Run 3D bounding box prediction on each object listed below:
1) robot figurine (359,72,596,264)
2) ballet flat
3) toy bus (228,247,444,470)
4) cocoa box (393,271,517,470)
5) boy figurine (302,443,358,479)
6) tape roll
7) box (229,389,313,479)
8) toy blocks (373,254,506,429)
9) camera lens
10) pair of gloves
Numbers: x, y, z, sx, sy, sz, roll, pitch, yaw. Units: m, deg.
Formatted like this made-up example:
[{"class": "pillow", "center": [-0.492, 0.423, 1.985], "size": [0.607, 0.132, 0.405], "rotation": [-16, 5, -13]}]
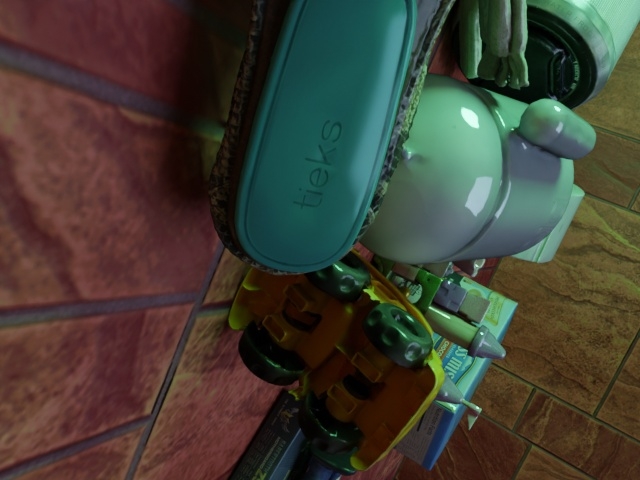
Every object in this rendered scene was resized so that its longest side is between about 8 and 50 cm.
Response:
[{"class": "robot figurine", "center": [0.152, -0.076, 0.625], "size": [0.354, 0.199, 0.300], "rotation": [-2, 162, -44]}, {"class": "ballet flat", "center": [0.029, -0.204, 0.353], "size": [0.182, 0.164, 0.482], "rotation": [-105, -148, -55]}, {"class": "toy bus", "center": [0.046, 0.104, 0.588], "size": [0.211, 0.220, 0.149], "rotation": [8, 121, -56]}, {"class": "cocoa box", "center": [0.234, 0.255, 1.177], "size": [0.347, 0.228, 0.231], "rotation": [-42, 149, -40]}, {"class": "boy figurine", "center": [-0.017, 0.440, 0.878], "size": [0.177, 0.092, 0.285], "rotation": [-18, 130, -65]}, {"class": "tape roll", "center": [0.455, -0.080, 1.266], "size": [0.246, 0.246, 0.169], "rotation": [-22, 133, -57]}, {"class": "box", "center": [-0.070, 0.361, 0.866], "size": [0.232, 0.059, 0.183], "rotation": [-57, 156, -13]}, {"class": "toy blocks", "center": [0.192, 0.112, 0.895], "size": [0.288, 0.260, 0.309], "rotation": [-61, 157, -7]}, {"class": "camera lens", "center": [0.329, -0.334, 0.758], "size": [0.274, 0.220, 0.219], "rotation": [-57, 156, -14]}, {"class": "pair of gloves", "center": [0.176, -0.268, 0.563], "size": [0.240, 0.042, 0.204], "rotation": [-78, 162, -67]}]
